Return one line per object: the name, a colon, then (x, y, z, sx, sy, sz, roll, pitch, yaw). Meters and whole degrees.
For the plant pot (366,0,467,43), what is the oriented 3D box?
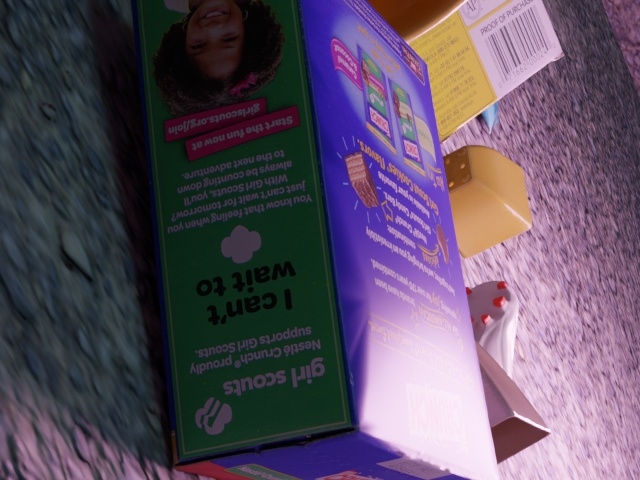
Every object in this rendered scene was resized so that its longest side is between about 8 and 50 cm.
plant pot: (-0.014, -0.283, 1.191, 0.239, 0.254, 0.254, 61, 13, 25)

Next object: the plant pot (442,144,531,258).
plant pot: (0.149, -0.048, 1.652, 0.083, 0.081, 0.081, 40, 34, -40)

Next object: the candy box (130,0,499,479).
candy box: (0.000, 0.000, 1.067, 0.268, 0.122, 0.317, 34, 44, -63)

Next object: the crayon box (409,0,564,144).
crayon box: (0.083, -0.267, 1.527, 0.202, 0.081, 0.319, -36, 110, -36)

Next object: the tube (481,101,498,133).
tube: (0.179, -0.232, 1.981, 0.080, 0.052, 0.207, -42, 117, -65)

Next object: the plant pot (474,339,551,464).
plant pot: (0.096, 0.127, 1.289, 0.096, 0.109, 0.109, 64, 14, 23)

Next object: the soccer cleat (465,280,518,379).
soccer cleat: (0.143, 0.111, 1.500, 0.196, 0.068, 0.076, -71, 144, -52)
